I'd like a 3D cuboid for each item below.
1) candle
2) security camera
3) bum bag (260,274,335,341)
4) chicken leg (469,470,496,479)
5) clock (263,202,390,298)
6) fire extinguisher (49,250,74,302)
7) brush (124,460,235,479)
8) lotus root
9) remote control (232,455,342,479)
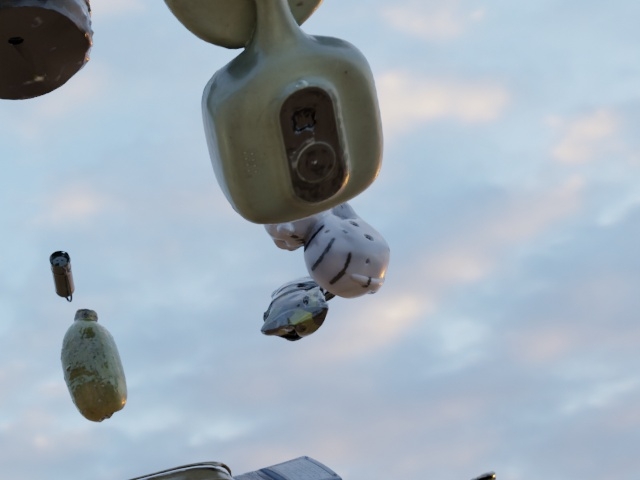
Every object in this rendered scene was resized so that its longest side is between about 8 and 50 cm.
[{"bbox_3d":[-0.450,-0.385,1.876,0.221,0.342,0.221,-11,-33,-7],"label":"candle"},{"bbox_3d":[-0.034,-0.155,1.029,0.157,0.080,0.301,-21,-59,-15],"label":"security camera"},{"bbox_3d":[-0.029,0.091,1.860,0.107,0.060,0.232,-20,9,10],"label":"bum bag"},{"bbox_3d":[0.123,0.398,1.512,0.409,0.295,0.182,12,4,29],"label":"chicken leg"},{"bbox_3d":[0.000,0.001,1.549,0.117,0.176,0.080,8,-61,-46],"label":"clock"},{"bbox_3d":[-0.313,0.050,1.591,0.025,0.038,0.083,-20,-33,-19],"label":"fire extinguisher"},{"bbox_3d":[-0.200,0.169,0.774,0.327,0.065,0.070,-3,-68,-33],"label":"brush"},{"bbox_3d":[-0.342,0.182,1.944,0.090,0.183,0.077,-23,-25,13],"label":"lotus root"},{"bbox_3d":[-0.041,0.187,0.972,0.043,0.027,0.152,19,11,32],"label":"remote control"}]
